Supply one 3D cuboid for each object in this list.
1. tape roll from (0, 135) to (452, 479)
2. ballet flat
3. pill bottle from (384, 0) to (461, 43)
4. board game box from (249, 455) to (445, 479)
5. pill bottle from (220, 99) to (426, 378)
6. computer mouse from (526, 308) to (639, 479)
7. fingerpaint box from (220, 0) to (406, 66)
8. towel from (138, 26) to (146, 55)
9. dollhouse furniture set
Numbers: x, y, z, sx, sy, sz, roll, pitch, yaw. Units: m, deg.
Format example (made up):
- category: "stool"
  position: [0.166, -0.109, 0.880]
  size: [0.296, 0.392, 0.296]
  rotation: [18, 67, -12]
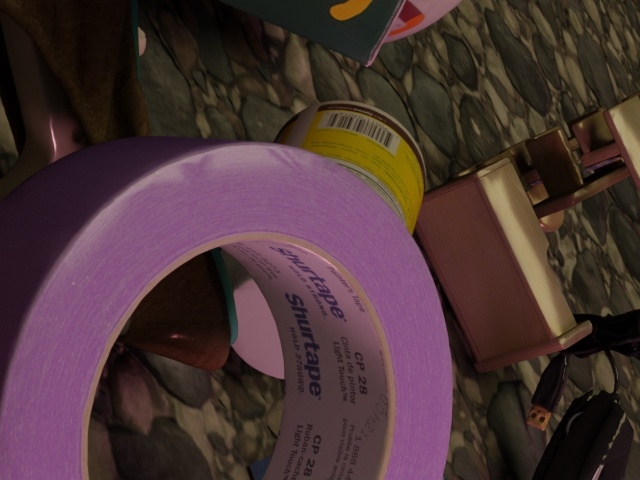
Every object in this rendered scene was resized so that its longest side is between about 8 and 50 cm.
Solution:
- category: "tape roll"
  position: [-0.062, 0.086, 0.879]
  size: [0.275, 0.090, 0.274]
  rotation: [-5, 97, -39]
- category: "ballet flat"
  position: [-0.136, -0.038, 0.934]
  size: [0.124, 0.116, 0.342]
  rotation: [-38, 138, -28]
- category: "pill bottle"
  position: [-0.018, -0.276, 1.195]
  size: [0.392, 0.224, 0.224]
  rotation: [20, 51, -73]
- category: "board game box"
  position: [0.040, 0.206, 1.204]
  size: [0.211, 0.039, 0.160]
  rotation: [-3, 72, -65]
- category: "pill bottle"
  position: [0.000, 0.000, 1.202]
  size: [0.117, 0.117, 0.215]
  rotation: [57, 27, -21]
- category: "computer mouse"
  position: [0.198, 0.175, 1.486]
  size: [0.060, 0.184, 0.262]
  rotation: [16, 87, -17]
- category: "fingerpaint box"
  position: [-0.063, -0.352, 0.874]
  size: [0.371, 0.163, 0.445]
  rotation: [23, 54, -5]
- category: "towel"
  position: [-0.246, -0.241, 0.946]
  size: [0.332, 0.053, 0.317]
  rotation: [-4, 71, -58]
- category: "dollhouse furniture set"
  position: [0.214, -0.012, 1.549]
  size: [0.242, 0.212, 0.161]
  rotation: [-26, 92, -39]
